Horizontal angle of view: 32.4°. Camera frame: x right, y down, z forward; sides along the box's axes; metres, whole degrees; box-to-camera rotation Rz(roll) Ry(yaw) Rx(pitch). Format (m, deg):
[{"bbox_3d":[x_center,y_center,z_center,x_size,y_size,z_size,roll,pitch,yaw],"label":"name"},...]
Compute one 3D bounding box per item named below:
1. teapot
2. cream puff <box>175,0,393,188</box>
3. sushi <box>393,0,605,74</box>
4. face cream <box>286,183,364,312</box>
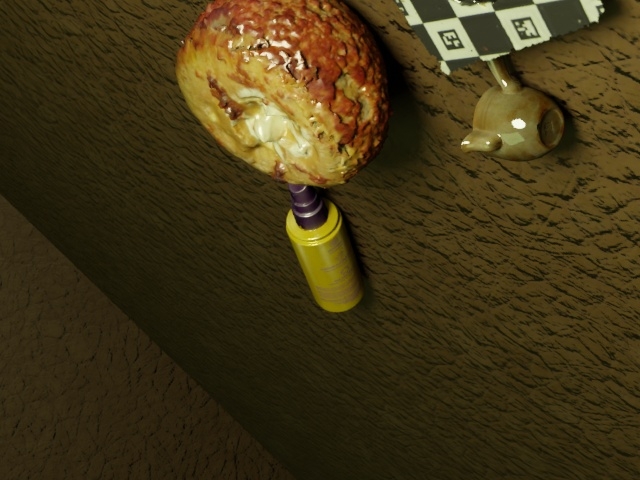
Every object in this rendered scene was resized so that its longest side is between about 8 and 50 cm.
[{"bbox_3d":[0.163,-0.119,0.969,0.080,0.085,0.110,15,129,47],"label":"teapot"},{"bbox_3d":[-0.031,-0.161,1.106,0.240,0.164,0.240,20,155,10],"label":"cream puff"},{"bbox_3d":[0.109,-0.241,0.856,0.210,0.040,0.192,50,151,-19],"label":"sushi"},{"bbox_3d":[0.000,0.000,1.510,0.078,0.078,0.273,29,158,29],"label":"face cream"}]
